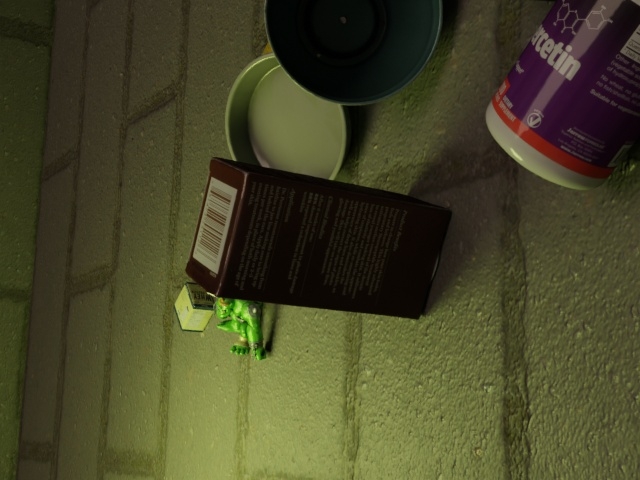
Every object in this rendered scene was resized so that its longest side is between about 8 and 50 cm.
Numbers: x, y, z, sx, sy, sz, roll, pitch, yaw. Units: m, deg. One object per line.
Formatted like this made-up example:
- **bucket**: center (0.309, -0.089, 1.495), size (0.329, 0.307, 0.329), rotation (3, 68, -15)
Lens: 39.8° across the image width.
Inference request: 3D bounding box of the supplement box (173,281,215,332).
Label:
- **supplement box**: center (-0.297, 0.157, 2.080), size (0.083, 0.056, 0.083), rotation (-58, 40, 31)

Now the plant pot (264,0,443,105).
- **plant pot**: center (0.046, -0.385, 1.529), size (0.196, 0.293, 0.293), rotation (-117, 41, -78)

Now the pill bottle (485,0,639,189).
- **pill bottle**: center (0.355, -0.232, 1.084), size (0.323, 0.181, 0.181), rotation (-60, 39, 29)

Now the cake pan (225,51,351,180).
- **cake pan**: center (-0.058, -0.218, 1.713), size (0.293, 0.054, 0.293), rotation (10, 108, 34)

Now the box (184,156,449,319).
- **box**: center (0.000, 0.000, 1.381), size (0.143, 0.381, 0.191), rotation (28, 105, 57)

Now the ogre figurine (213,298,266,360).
- **ogre figurine**: center (-0.170, 0.157, 1.866), size (0.197, 0.096, 0.118), rotation (-113, 25, -60)

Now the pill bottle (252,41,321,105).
- **pill bottle**: center (-0.054, -0.371, 1.780), size (0.209, 0.119, 0.119), rotation (-58, 40, 31)
